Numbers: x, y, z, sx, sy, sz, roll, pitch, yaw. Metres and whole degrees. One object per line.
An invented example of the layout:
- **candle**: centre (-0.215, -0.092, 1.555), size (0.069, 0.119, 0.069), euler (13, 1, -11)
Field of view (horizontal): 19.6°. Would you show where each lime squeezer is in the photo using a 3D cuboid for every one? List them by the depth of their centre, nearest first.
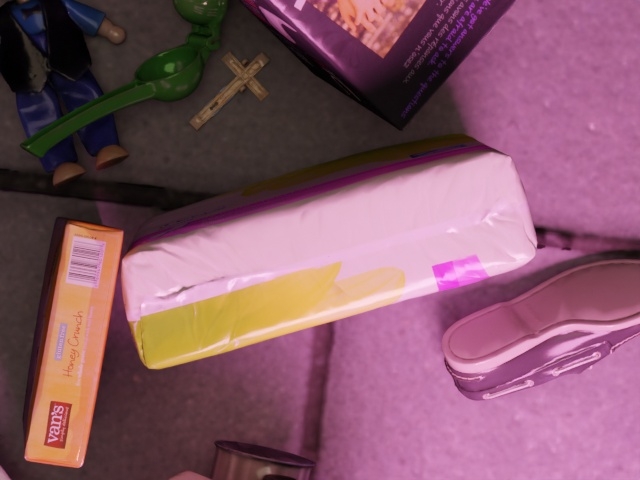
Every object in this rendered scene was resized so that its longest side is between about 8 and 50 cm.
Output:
- **lime squeezer**: centre (-0.126, -0.184, 1.487), size (0.110, 0.059, 0.310), euler (31, 81, -24)

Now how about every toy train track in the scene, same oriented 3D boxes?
- **toy train track**: centre (-0.075, -0.123, 1.519), size (0.083, 0.014, 0.048), euler (-44, 90, 0)

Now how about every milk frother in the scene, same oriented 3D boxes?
- **milk frother**: centre (-0.022, 0.242, 1.487), size (0.143, 0.129, 0.134), euler (13, 90, -43)

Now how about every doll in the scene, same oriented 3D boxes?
- **doll**: centre (-0.216, -0.144, 1.503), size (0.129, 0.046, 0.189), euler (-23, 89, -11)

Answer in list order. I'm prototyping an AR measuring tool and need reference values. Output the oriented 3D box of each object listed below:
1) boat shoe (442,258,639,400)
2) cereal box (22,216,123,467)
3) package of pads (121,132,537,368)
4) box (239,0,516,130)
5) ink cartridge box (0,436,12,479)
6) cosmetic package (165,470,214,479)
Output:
- **boat shoe**: centre (0.199, 0.075, 1.508), size (0.206, 0.075, 0.065), euler (-18, 133, -5)
- **cereal box**: centre (-0.191, 0.070, 1.405), size (0.047, 0.240, 0.173), euler (9, 90, -9)
- **package of pads**: centre (0.000, 0.000, 1.412), size (0.296, 0.229, 0.101), euler (-15, 97, -1)
- **box**: centre (-0.009, -0.233, 1.388), size (0.143, 0.165, 0.270), euler (-48, 124, -1)
- **ink cartridge box**: centre (-0.379, 0.248, 1.490), size (0.296, 0.066, 0.261), euler (-38, 89, 0)
- **cosmetic package**: centre (-0.049, 0.316, 1.338), size (0.224, 0.138, 0.224), euler (21, 93, 9)
